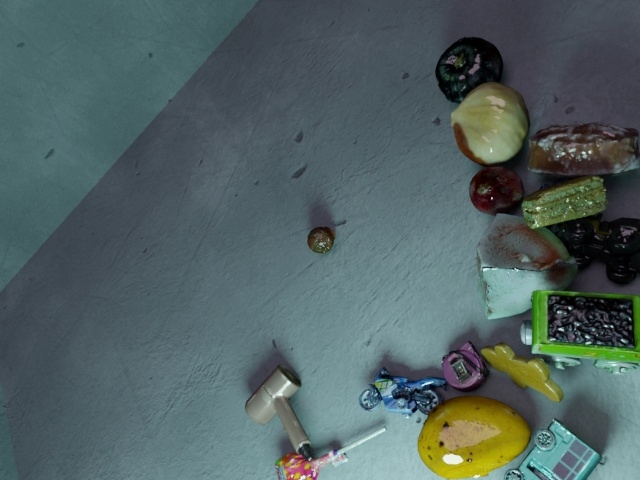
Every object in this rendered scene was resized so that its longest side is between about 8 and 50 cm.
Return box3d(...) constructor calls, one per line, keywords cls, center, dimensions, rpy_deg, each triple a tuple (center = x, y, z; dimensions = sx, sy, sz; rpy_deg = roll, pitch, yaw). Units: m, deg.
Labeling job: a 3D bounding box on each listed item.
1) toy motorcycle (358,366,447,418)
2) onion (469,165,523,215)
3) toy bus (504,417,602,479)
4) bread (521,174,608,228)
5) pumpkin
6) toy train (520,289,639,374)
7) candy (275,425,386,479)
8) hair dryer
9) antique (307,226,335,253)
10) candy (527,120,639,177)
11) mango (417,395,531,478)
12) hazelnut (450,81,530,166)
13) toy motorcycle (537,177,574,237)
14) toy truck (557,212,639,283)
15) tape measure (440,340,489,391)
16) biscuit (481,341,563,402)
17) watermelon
box3d(cls="toy motorcycle", center=(0.237, 0.437, 1.537), dimensions=(0.254, 0.092, 0.136), rpy_deg=(-3, 56, 23))
box3d(cls="onion", center=(0.516, -0.151, 1.580), dimensions=(0.159, 0.195, 0.160), rpy_deg=(-1, 87, 35))
box3d(cls="toy bus", center=(0.535, 0.566, 1.249), dimensions=(0.147, 0.128, 0.256), rpy_deg=(36, 87, 38))
box3d(cls="bread", center=(0.637, -0.101, 1.399), dimensions=(0.196, 0.138, 0.102), rpy_deg=(-16, 89, 10))
box3d(cls="pumpkin", center=(0.510, -0.587, 1.822), dimensions=(0.233, 0.163, 0.233), rpy_deg=(-15, 66, 37))
box3d(cls="toy train", center=(0.644, 0.214, 1.263), dimensions=(0.307, 0.249, 0.174), rpy_deg=(2, 68, 19))
box3d(cls="candy", center=(0.034, 0.635, 1.565), dimensions=(0.365, 0.124, 0.124), rpy_deg=(-31, 53, 9))
box3d(cls="hair dryer", center=(-0.113, 0.563, 1.648), dimensions=(0.189, 0.106, 0.344), rpy_deg=(-48, 35, 4))
box3d(cls="antique", center=(0.000, 0.000, 1.904), dimensions=(0.104, 0.104, 0.104), rpy_deg=(-15, 60, 27))
box3d(cls="candy", center=(0.731, -0.254, 1.476), dimensions=(0.289, 0.157, 0.214), rpy_deg=(4, 25, 33))
box3d(cls="mango", center=(0.391, 0.498, 1.364), dimensions=(0.290, 0.160, 0.191), rpy_deg=(-18, 49, 20))
box3d(cls="hazelnut", center=(0.522, -0.358, 1.632), dimensions=(0.241, 0.261, 0.261), rpy_deg=(19, 77, 15))
box3d(cls="toy motorcycle", center=(0.670, -0.093, 1.531), dimensions=(0.114, 0.076, 0.205), rpy_deg=(2, 70, 44))
box3d(cls="toy truck", center=(0.756, -0.004, 1.393), dimensions=(0.224, 0.147, 0.165), rpy_deg=(19, 56, 39))
box3d(cls="tape measure", center=(0.400, 0.357, 1.476), dimensions=(0.118, 0.074, 0.125), rpy_deg=(-39, 50, 12))
box3d(cls="biscuit", center=(0.513, 0.327, 1.370), dimensions=(0.035, 0.158, 0.240), rpy_deg=(-38, 22, -17))
box3d(cls="watermelon", center=(0.522, 0.042, 1.449), dimensions=(0.320, 0.213, 0.290), rpy_deg=(-36, 53, 50))
